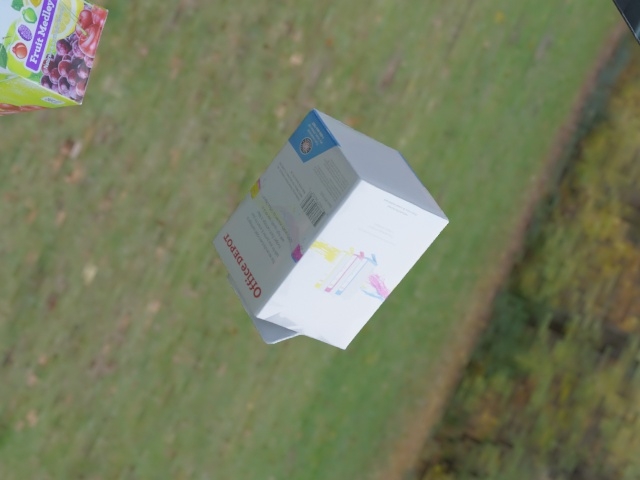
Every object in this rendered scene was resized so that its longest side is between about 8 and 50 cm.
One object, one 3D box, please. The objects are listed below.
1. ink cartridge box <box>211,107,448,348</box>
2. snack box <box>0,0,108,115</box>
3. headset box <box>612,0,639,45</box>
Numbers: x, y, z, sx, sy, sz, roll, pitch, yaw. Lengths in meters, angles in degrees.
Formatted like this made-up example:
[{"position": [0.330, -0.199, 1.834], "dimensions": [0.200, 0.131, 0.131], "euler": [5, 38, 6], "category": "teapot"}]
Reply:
[{"position": [0.000, 0.000, 1.171], "dimensions": [0.090, 0.092, 0.143], "euler": [23, 114, -38], "category": "ink cartridge box"}, {"position": [-0.262, -0.138, 0.979], "dimensions": [0.207, 0.174, 0.070], "euler": [25, 71, -39], "category": "snack box"}, {"position": [0.385, -0.165, 1.276], "dimensions": [0.283, 0.246, 0.131], "euler": [-33, 168, 18], "category": "headset box"}]
